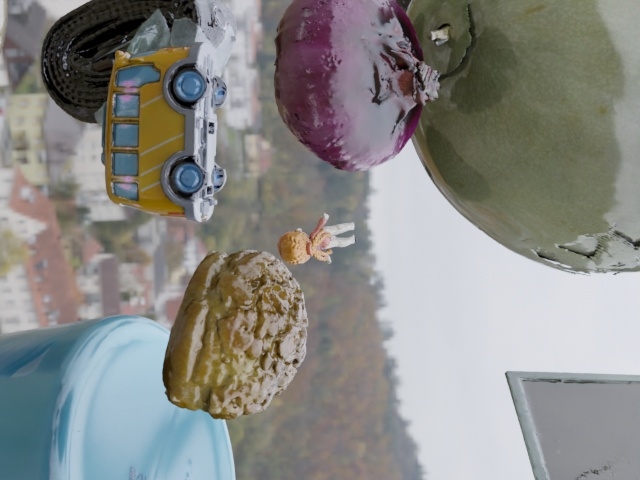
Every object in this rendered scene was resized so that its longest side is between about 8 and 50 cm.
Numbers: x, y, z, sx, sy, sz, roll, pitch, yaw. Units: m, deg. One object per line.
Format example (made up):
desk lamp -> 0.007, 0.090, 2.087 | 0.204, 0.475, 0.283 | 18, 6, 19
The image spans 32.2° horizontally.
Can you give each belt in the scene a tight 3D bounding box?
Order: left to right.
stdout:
belt -> -0.273, -0.277, 1.636 | 0.164, 0.289, 0.184 | -15, 88, -67

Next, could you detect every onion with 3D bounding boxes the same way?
onion -> 0.023, -0.098, 0.655 | 0.115, 0.104, 0.115 | -18, 113, -51

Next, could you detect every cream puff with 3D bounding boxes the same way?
cream puff -> -0.063, 0.077, 0.886 | 0.126, 0.103, 0.143 | -12, 119, -82

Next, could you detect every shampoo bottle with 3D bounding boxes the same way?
shampoo bottle -> -0.301, 0.256, 1.094 | 0.331, 0.343, 0.331 | -11, 90, -68

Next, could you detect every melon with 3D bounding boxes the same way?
melon -> 0.200, -0.109, 0.800 | 0.268, 0.330, 0.268 | -20, -117, 46

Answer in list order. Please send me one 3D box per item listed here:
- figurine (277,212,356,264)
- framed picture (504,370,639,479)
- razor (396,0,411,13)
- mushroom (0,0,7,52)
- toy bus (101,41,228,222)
figurine -> 0.000, 0.000, 1.325 | 0.047, 0.109, 0.064 | 14, -66, 53
framed picture -> 0.350, 0.242, 1.294 | 0.293, 0.231, 0.018 | -90, -177, -63
razor -> 0.234, -0.397, 1.528 | 0.327, 0.189, 0.107 | -31, -111, 52
mushroom -> -0.493, -0.276, 1.229 | 0.295, 0.362, 0.362 | -27, 119, -59
toy bus -> -0.186, -0.129, 1.305 | 0.126, 0.136, 0.209 | -35, 128, -82
